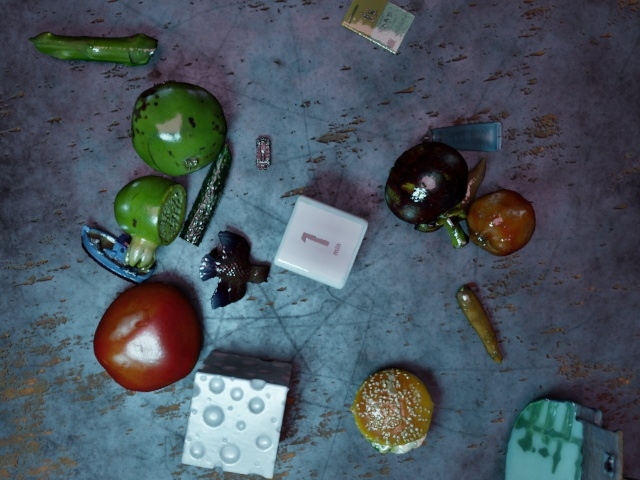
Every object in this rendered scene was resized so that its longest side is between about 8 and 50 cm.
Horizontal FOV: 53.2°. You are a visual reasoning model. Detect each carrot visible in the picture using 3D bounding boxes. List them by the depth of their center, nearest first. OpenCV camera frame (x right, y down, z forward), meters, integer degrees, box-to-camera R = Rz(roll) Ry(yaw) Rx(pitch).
[{"bbox_3d":[0.448,0.236,1.783,0.059,0.059,0.248,-29,97,1],"label":"carrot"}]

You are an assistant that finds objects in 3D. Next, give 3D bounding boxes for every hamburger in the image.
[{"bbox_3d":[0.201,0.462,1.748,0.236,0.147,0.237,0,90,-2],"label":"hamburger"}]

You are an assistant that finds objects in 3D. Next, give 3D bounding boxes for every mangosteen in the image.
[{"bbox_3d":[0.305,-0.116,1.671,0.231,0.231,0.289,-42,85,2],"label":"mangosteen"}]

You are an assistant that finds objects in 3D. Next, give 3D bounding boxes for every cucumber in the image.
[{"bbox_3d":[-0.303,-0.126,1.751,0.067,0.067,0.294,24,90,-2],"label":"cucumber"}]

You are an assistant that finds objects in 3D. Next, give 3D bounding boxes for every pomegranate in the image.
[{"bbox_3d":[-0.374,-0.304,1.661,0.254,0.254,0.271,-22,78,1],"label":"pomegranate"},{"bbox_3d":[-0.463,-0.058,1.701,0.159,0.190,0.241,11,109,10],"label":"pomegranate"}]

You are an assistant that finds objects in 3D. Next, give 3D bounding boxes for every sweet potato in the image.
[{"bbox_3d":[0.402,-0.130,1.763,0.065,0.051,0.218,35,93,0],"label":"sweet potato"}]

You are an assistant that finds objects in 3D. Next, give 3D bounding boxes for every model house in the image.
[{"bbox_3d":[0.715,0.610,1.746,0.329,0.251,0.295,19,69,-24],"label":"model house"}]

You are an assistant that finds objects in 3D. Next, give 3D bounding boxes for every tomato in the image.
[{"bbox_3d":[-0.452,0.259,1.692,0.298,0.226,0.299,0,91,-4],"label":"tomato"}]

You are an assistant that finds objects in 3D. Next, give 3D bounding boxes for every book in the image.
[{"bbox_3d":[0.158,-0.603,1.754,0.172,0.012,0.118,28,92,-2],"label":"book"}]

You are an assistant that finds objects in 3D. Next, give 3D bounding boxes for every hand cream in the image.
[{"bbox_3d":[0.391,-0.286,1.764,0.224,0.048,0.083,-1,94,-7],"label":"hand cream"}]

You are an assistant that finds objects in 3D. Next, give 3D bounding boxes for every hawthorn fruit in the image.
[{"bbox_3d":[0.494,-0.058,1.712,0.200,0.179,0.179,-36,93,-10],"label":"hawthorn fruit"}]

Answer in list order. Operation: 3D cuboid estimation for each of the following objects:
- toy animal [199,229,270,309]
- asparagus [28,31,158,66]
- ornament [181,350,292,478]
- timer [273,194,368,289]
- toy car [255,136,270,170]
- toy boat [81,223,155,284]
[{"bbox_3d":[-0.231,0.085,1.737,0.179,0.116,0.219,7,87,0],"label":"toy animal"},{"bbox_3d":[-0.601,-0.516,1.719,0.342,0.085,0.082,1,90,1],"label":"asparagus"},{"bbox_3d":[-0.213,0.451,1.696,0.239,0.240,0.239,9,93,-1],"label":"ornament"},{"bbox_3d":[0.000,0.000,1.696,0.194,0.192,0.195,20,93,-2],"label":"timer"},{"bbox_3d":[-0.158,-0.238,1.765,0.041,0.025,0.093,2,90,1],"label":"toy car"},{"bbox_3d":[-0.551,0.030,1.734,0.223,0.100,0.097,35,120,-6],"label":"toy boat"}]
